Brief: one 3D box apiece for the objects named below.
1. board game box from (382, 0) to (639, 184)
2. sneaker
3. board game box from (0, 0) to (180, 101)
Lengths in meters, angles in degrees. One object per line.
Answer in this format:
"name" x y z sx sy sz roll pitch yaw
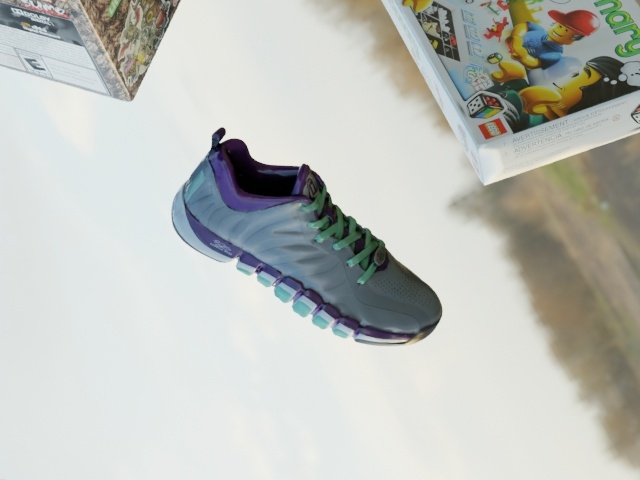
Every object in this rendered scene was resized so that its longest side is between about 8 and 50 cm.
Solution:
"board game box" 0.180 -0.191 1.609 0.053 0.193 0.305 76 173 -46
"sneaker" 0.000 0.000 1.337 0.224 0.098 0.083 25 -136 -6
"board game box" -0.236 -0.247 1.200 0.232 0.141 0.291 17 159 17
